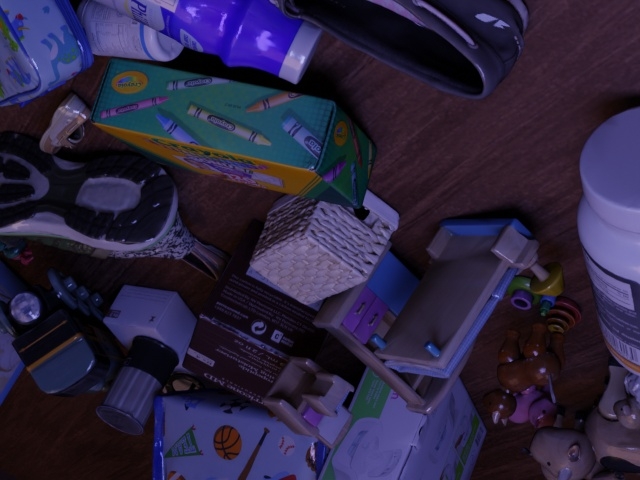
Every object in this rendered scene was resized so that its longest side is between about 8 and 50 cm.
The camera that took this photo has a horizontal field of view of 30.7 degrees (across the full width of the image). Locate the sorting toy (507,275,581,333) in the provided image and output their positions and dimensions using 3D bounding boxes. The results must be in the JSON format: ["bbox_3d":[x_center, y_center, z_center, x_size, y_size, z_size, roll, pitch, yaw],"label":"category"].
[{"bbox_3d":[0.272,0.083,1.436,0.102,0.042,0.061,25,151,3],"label":"sorting toy"}]

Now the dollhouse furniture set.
[{"bbox_3d":[0.143,0.146,1.384,0.198,0.286,0.303,43,158,-23],"label":"dollhouse furniture set"}]

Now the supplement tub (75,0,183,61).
[{"bbox_3d":[-0.206,-0.234,1.278,0.107,0.071,0.071,10,147,28],"label":"supplement tub"}]

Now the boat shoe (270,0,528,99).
[{"bbox_3d":[0.027,-0.231,1.073,0.335,0.095,0.112,23,151,5],"label":"boat shoe"}]

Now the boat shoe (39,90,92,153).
[{"bbox_3d":[-0.336,-0.145,1.543,0.045,0.050,0.135,36,150,-7],"label":"boat shoe"}]

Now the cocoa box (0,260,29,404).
[{"bbox_3d":[-0.690,0.115,2.054,0.228,0.231,0.347,1,142,36],"label":"cocoa box"}]

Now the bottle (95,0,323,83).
[{"bbox_3d":[-0.136,-0.247,1.167,0.282,0.092,0.118,26,175,-1],"label":"bottle"}]

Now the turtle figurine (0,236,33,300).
[{"bbox_3d":[-0.541,-0.019,1.850,0.234,0.118,0.175,53,-178,-36],"label":"turtle figurine"}]

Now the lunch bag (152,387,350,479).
[{"bbox_3d":[-0.039,0.359,1.885,0.327,0.239,0.385,8,-177,28],"label":"lunch bag"}]

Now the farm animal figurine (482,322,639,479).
[{"bbox_3d":[0.358,0.251,1.475,0.326,0.172,0.330,-1,151,30],"label":"farm animal figurine"}]

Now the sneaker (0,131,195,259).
[{"bbox_3d":[-0.353,-0.032,1.657,0.410,0.158,0.182,13,158,28],"label":"sneaker"}]

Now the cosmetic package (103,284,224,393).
[{"bbox_3d":[-0.252,0.176,1.960,0.117,0.085,0.231,7,143,30],"label":"cosmetic package"}]

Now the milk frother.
[{"bbox_3d":[-0.268,0.253,1.874,0.143,0.135,0.129,26,150,-1],"label":"milk frother"}]

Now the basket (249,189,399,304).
[{"bbox_3d":[0.000,0.000,1.456,0.113,0.103,0.167,36,149,-17],"label":"basket"}]

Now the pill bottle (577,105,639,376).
[{"bbox_3d":[0.339,0.008,1.142,0.162,0.162,0.278,9,146,28],"label":"pill bottle"}]

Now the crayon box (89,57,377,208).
[{"bbox_3d":[-0.093,-0.119,1.306,0.278,0.081,0.165,14,172,21],"label":"crayon box"}]

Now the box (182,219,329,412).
[{"bbox_3d":[-0.074,0.112,1.629,0.168,0.167,0.203,26,151,0],"label":"box"}]

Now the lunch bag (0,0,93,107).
[{"bbox_3d":[-0.344,-0.238,1.285,0.219,0.090,0.176,-1,119,60],"label":"lunch bag"}]

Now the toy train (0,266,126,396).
[{"bbox_3d":[-0.407,0.164,1.888,0.190,0.142,0.334,57,177,11],"label":"toy train"}]

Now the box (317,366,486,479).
[{"bbox_3d":[0.126,0.323,1.715,0.126,0.262,0.231,6,146,32],"label":"box"}]

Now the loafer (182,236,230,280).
[{"bbox_3d":[-0.193,0.017,1.699,0.125,0.039,0.045,25,150,2],"label":"loafer"}]
